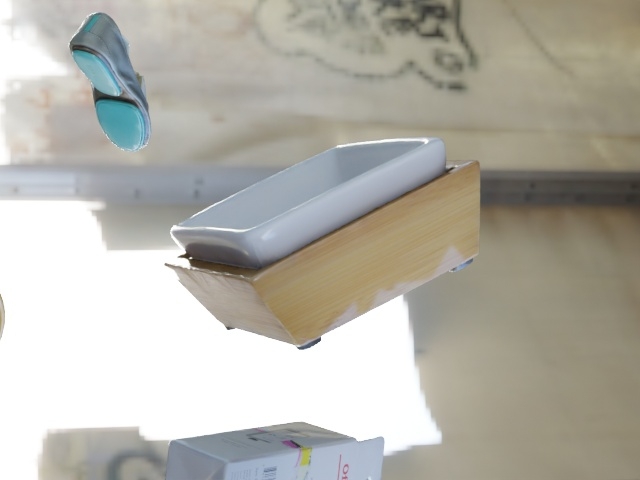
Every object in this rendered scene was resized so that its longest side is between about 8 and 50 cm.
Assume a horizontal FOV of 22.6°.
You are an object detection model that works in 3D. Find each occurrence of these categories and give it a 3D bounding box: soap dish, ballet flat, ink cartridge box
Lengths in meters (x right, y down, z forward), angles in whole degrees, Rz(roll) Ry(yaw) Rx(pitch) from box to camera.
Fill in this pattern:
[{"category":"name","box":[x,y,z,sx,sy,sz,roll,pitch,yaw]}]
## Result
[{"category":"soap dish","box":[0.000,0.000,1.464,0.118,0.229,0.291,66,-17,-10]},{"category":"ballet flat","box":[-0.231,-0.183,1.848,0.213,0.072,0.068,73,35,-58]},{"category":"ink cartridge box","box":[-0.036,0.212,1.287,0.067,0.198,0.115,13,-81,40]}]

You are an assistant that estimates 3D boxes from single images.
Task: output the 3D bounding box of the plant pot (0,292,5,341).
[{"category":"plant pot","box":[-0.405,0.026,1.424,0.188,0.205,0.205,59,-33,40]}]
